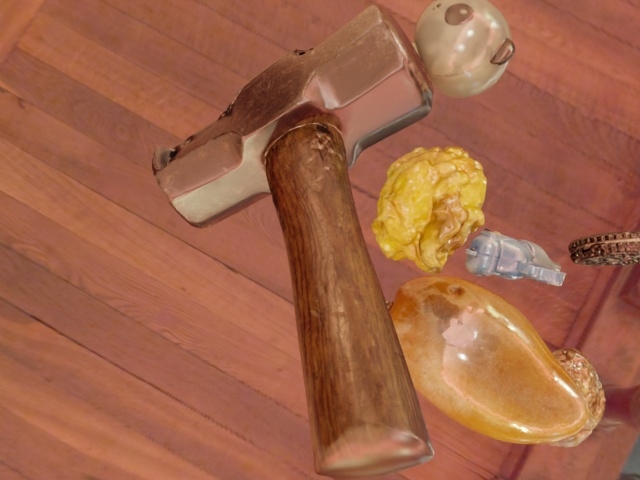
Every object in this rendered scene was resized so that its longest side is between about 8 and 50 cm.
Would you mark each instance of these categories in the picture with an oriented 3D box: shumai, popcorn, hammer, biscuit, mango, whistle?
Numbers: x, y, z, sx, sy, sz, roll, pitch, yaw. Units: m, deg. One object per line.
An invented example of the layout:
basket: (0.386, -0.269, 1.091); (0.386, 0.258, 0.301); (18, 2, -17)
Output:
shumai: (0.481, 0.326, 1.541); (0.161, 0.153, 0.209); (6, 101, 7)
popcorn: (0.173, -0.047, 1.189); (0.156, 0.197, 0.197); (29, 82, 23)
hammer: (0.000, 0.000, 0.569); (0.242, 0.095, 0.408); (-30, 40, 14)
biscuit: (0.596, 0.017, 1.582); (0.195, 0.194, 0.053); (-1, 79, 0)
mango: (0.276, 0.206, 1.352); (0.384, 0.199, 0.221); (32, 85, 14)
whistle: (0.381, 0.039, 1.569); (0.269, 0.180, 0.093); (13, 97, -37)

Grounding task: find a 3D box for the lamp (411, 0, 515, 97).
lamp: (0.216, -0.337, 1.404); (0.244, 0.198, 0.197); (-15, 81, 5)
